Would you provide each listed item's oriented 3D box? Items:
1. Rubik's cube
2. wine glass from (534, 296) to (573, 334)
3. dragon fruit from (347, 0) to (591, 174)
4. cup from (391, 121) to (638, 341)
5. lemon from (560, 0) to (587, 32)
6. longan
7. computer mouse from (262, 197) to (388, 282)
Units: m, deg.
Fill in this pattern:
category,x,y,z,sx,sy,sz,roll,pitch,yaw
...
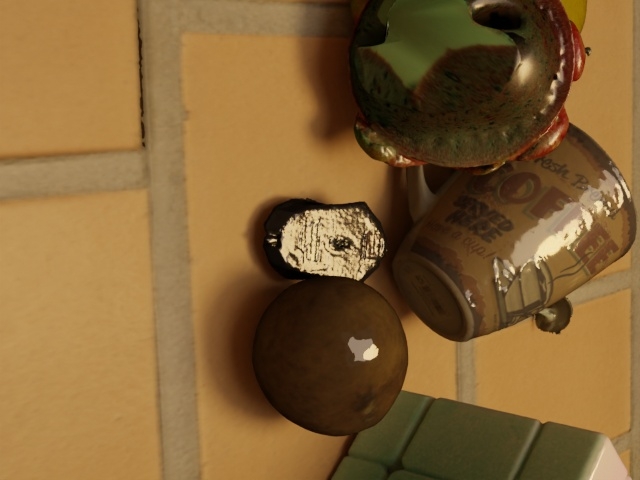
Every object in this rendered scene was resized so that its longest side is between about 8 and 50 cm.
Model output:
category,x,y,z,sx,sy,sz,roll,pitch,yaw
Rubik's cube,0.188,0.403,1.232,0.319,0.322,0.316,54,56,-37
wine glass,0.279,0.085,1.482,0.198,0.066,0.066,20,79,-46
dragon fruit,0.147,-0.202,1.171,0.268,0.295,0.130,-64,167,17
cup,0.201,-0.034,1.305,0.257,0.227,0.301,-35,88,-24
lemon,0.223,-0.293,1.302,0.248,0.184,0.184,22,78,-38
longan,0.012,0.124,1.136,0.167,0.167,0.187,-41,124,-36
computer mouse,0.000,0.000,1.188,0.172,0.057,0.099,5,92,-35
